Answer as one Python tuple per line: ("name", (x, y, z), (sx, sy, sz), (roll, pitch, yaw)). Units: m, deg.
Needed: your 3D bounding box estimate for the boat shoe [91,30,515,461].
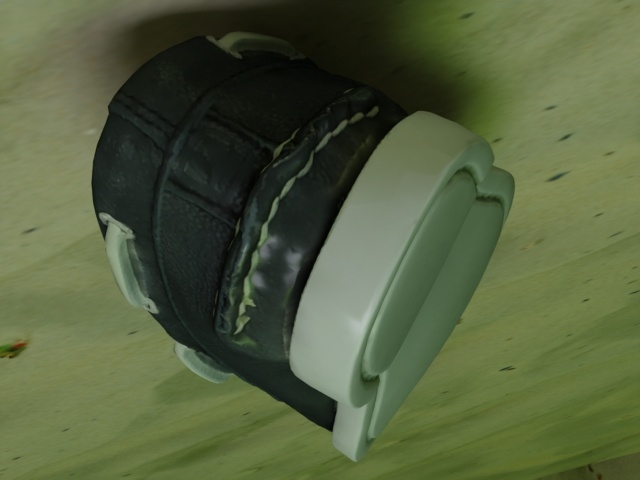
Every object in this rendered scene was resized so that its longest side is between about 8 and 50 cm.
("boat shoe", (0.000, 0.000, 0.631), (0.114, 0.091, 0.302), (-60, 171, -10))
